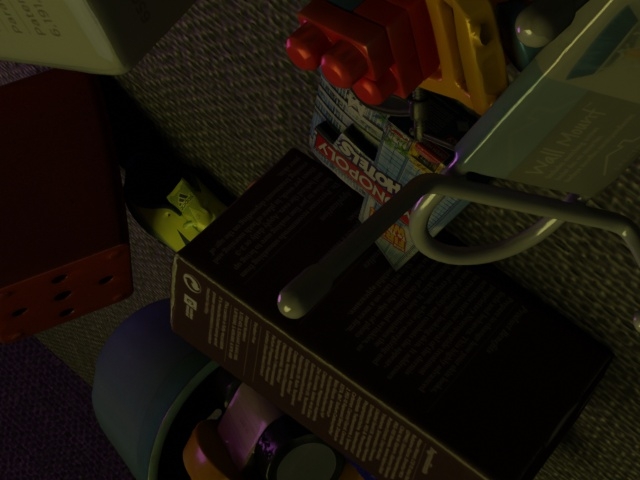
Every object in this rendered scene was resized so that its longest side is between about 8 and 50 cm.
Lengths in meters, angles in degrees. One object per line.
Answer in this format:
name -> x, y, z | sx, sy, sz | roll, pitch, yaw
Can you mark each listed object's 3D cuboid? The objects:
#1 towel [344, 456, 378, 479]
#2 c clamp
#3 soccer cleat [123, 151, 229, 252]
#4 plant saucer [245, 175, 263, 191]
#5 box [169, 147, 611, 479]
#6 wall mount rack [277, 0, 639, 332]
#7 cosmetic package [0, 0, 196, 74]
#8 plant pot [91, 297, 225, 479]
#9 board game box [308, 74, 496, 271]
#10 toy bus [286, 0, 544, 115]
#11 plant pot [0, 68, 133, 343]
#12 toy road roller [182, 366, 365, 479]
towel -> 0.074, 0.205, 1.447 | 0.228, 0.076, 0.308 | 13, -161, -40
c clamp -> 0.064, -0.154, 1.051 | 0.137, 0.022, 0.160 | 18, 124, 48
soccer cleat -> -0.140, -0.015, 1.632 | 0.289, 0.093, 0.121 | 32, 153, 31
plant saucer -> 0.000, 0.000, 1.482 | 0.200, 0.037, 0.200 | 37, 157, 19
box -> 0.060, 0.097, 1.283 | 0.381, 0.191, 0.143 | 34, 145, 18
wall mount rack -> 0.142, -0.055, 0.711 | 0.350, 0.304, 0.130 | -50, 45, 39
cosmetic package -> -0.223, -0.335, 0.804 | 0.394, 0.329, 0.327 | 11, 143, 38
plant pot -> -0.139, 0.241, 1.817 | 0.334, 0.341, 0.341 | 24, 152, 58
board game box -> 0.063, -0.066, 1.192 | 0.194, 0.060, 0.194 | 39, 151, 15
toy bus -> 0.092, -0.149, 0.808 | 0.220, 0.211, 0.149 | 28, 152, 34
plant pot -> -0.363, -0.028, 1.673 | 0.267, 0.267, 0.235 | 104, 142, -66
toy road roller -> -0.013, 0.295, 1.599 | 0.329, 0.240, 0.202 | 21, -163, -32
